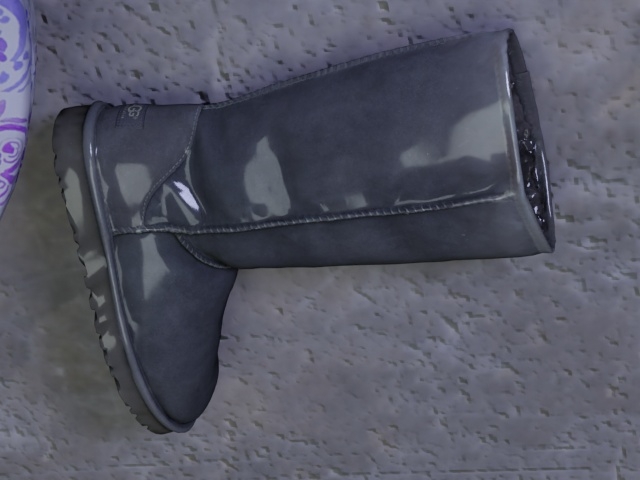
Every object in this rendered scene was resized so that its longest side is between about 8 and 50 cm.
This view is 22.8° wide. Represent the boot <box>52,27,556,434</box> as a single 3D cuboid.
[{"bbox_3d":[0.000,0.002,0.711,0.209,0.076,0.189,-7,125,9],"label":"boot"}]

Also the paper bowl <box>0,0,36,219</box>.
[{"bbox_3d":[-0.254,-0.084,0.616,0.284,0.148,0.284,-4,112,-9],"label":"paper bowl"}]
